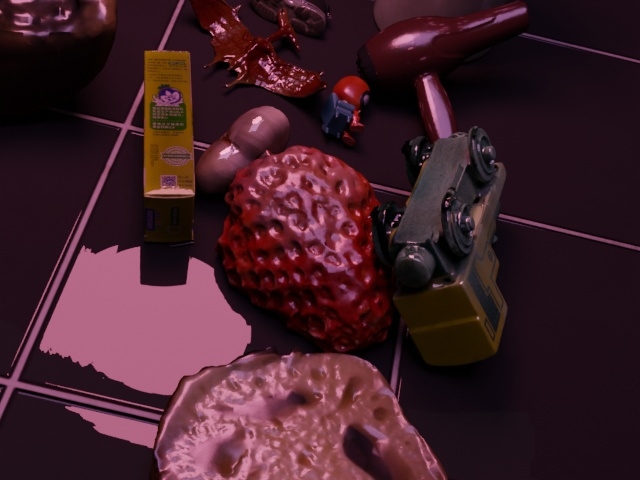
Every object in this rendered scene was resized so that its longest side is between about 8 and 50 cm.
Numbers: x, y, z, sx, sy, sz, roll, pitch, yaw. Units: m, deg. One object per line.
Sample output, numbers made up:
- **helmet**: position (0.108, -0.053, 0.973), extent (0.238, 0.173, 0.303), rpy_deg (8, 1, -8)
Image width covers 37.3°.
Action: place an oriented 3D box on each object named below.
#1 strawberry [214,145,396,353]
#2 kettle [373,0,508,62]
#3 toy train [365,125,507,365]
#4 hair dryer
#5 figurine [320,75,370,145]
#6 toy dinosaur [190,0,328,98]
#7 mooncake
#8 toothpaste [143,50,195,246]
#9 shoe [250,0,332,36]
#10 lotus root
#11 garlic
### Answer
- **strawberry**: position (0.000, 0.000, 1.388), extent (0.265, 0.149, 0.336), rpy_deg (-18, 58, -25)
- **kettle**: position (0.252, -0.586, 1.756), extent (0.250, 0.376, 0.361), rpy_deg (4, 52, -9)
- **toy train**: position (0.201, -0.015, 1.411), extent (0.150, 0.237, 0.369), rpy_deg (-14, 28, 30)
- **hair dryer**: position (0.242, -0.244, 1.636), extent (0.313, 0.123, 0.340), rpy_deg (-15, 71, 1)
- **figurine**: position (0.044, -0.232, 1.635), extent (0.075, 0.068, 0.140), rpy_deg (23, 44, -11)
- **toy dinosaur**: position (-0.109, -0.346, 1.665), extent (0.207, 0.113, 0.327), rpy_deg (-14, 60, -16)
- **mooncake**: position (-0.530, -0.381, 1.423), extent (0.393, 0.394, 0.246), rpy_deg (-23, 53, 3)
- **toothpaste**: position (-0.239, -0.151, 1.483), extent (0.077, 0.110, 0.327), rpy_deg (-1, 52, -9)
- **shoe**: position (-0.051, -0.457, 1.794), extent (0.169, 0.071, 0.099), rpy_deg (28, 49, 6)
- **lotus root**: position (-0.023, 0.293, 1.180), extent (0.391, 0.111, 0.375), rpy_deg (24, 50, 12)
- **garlic**: position (-0.124, -0.136, 1.492), extent (0.099, 0.124, 0.174), rpy_deg (42, 76, 7)
